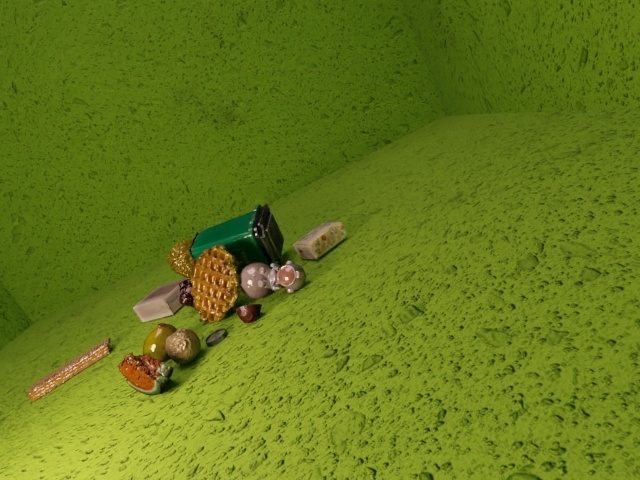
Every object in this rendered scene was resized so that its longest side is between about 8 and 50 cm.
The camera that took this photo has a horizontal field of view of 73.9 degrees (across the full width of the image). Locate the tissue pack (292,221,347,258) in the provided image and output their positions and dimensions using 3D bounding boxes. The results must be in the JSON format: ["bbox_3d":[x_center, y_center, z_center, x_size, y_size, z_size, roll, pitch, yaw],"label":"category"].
[{"bbox_3d":[0.000,0.000,1.863,0.196,0.092,0.148,-37,19,-27],"label":"tissue pack"}]

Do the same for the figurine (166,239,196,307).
[{"bbox_3d":[-0.604,0.178,1.999,0.187,0.168,0.315,-38,55,12],"label":"figurine"}]

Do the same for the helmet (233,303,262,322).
[{"bbox_3d":[-0.256,0.265,1.516,0.111,0.057,0.089,-22,-19,36],"label":"helmet"}]

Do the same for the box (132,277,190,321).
[{"bbox_3d":[-0.779,0.300,2.149,0.252,0.106,0.203,-18,20,32],"label":"box"}]

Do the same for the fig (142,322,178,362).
[{"bbox_3d":[-0.585,0.383,1.574,0.153,0.121,0.136,-54,27,-7],"label":"fig"}]

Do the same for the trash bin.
[{"bbox_3d":[-0.379,0.009,1.982,0.381,0.259,0.295,-14,33,11],"label":"trash bin"}]

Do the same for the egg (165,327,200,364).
[{"bbox_3d":[-0.469,0.360,1.452,0.140,0.116,0.118,-8,52,57],"label":"egg"}]

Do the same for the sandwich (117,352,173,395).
[{"bbox_3d":[-0.562,0.422,1.367,0.235,0.159,0.079,-39,8,47],"label":"sandwich"}]

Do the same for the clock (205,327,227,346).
[{"bbox_3d":[-0.372,0.345,1.520,0.085,0.017,0.085,-25,17,8],"label":"clock"}]

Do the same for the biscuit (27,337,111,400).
[{"bbox_3d":[-1.118,0.574,1.917,0.379,0.054,0.094,-34,16,-21],"label":"biscuit"}]

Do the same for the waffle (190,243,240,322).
[{"bbox_3d":[-0.431,0.166,1.714,0.068,0.325,0.302,8,-42,-47],"label":"waffle"}]

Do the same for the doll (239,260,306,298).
[{"bbox_3d":[-0.177,0.148,1.632,0.287,0.151,0.151,-8,24,31],"label":"doll"}]
